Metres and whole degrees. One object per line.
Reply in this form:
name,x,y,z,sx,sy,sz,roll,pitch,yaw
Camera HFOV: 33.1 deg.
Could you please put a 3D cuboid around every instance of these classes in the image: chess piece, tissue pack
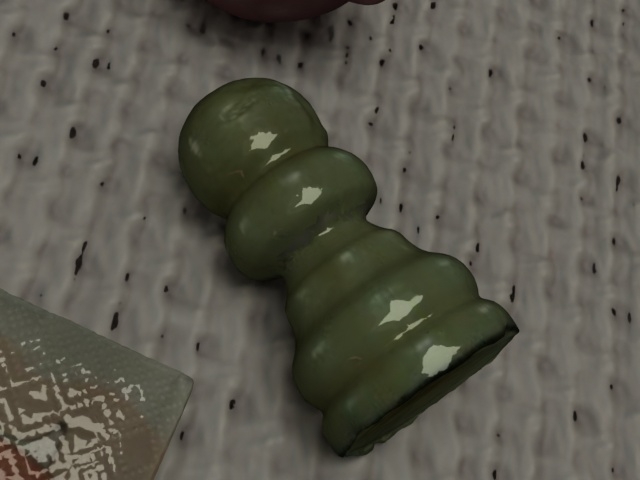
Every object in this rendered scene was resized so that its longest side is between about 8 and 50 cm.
chess piece,0.000,0.000,0.675,0.133,0.133,0.243,-27,72,-29
tissue pack,-0.204,0.183,0.536,0.170,0.071,0.325,27,59,-8

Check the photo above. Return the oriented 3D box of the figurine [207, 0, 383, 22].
figurine,-0.028,-0.234,0.753,0.173,0.173,0.173,8,63,-16
